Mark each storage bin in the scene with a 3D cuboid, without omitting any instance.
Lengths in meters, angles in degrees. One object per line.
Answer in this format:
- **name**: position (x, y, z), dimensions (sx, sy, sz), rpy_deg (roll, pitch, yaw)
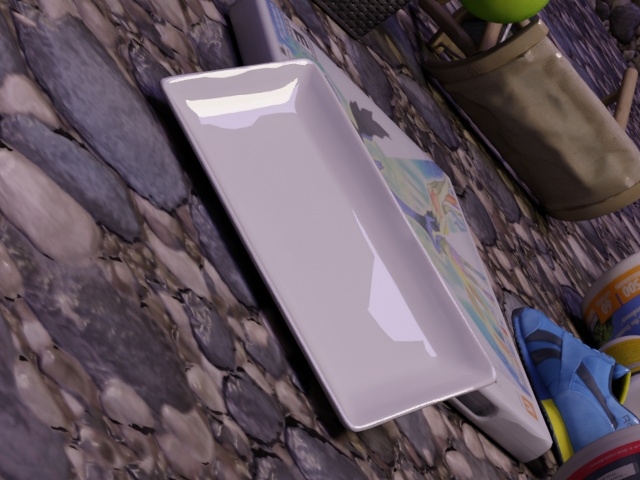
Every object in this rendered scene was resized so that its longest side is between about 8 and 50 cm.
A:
- **storage bin**: position (0.017, -0.306, 1.785), dimensions (0.122, 0.084, 0.180), rpy_deg (37, 24, -46)

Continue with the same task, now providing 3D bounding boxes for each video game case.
- **video game case**: position (0.054, -0.014, 1.415), dimensions (0.300, 0.036, 0.329), rpy_deg (41, 22, -41)

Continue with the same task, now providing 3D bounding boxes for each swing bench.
- **swing bench**: position (0.248, -0.176, 2.049), dimensions (0.253, 0.165, 0.255), rpy_deg (48, 24, -26)

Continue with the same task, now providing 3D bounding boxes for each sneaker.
- **sneaker**: position (0.215, 0.117, 1.490), dimensions (0.209, 0.082, 0.069), rpy_deg (-106, 176, -62)

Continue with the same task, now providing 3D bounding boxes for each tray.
- **tray**: position (0.000, 0.000, 1.182), dimensions (0.145, 0.030, 0.270), rpy_deg (-14, 68, -42)

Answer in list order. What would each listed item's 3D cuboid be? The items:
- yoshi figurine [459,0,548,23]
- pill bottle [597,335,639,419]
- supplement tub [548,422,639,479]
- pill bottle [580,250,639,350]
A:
- **yoshi figurine**: position (0.138, -0.343, 1.925), dimensions (0.203, 0.204, 0.362), rpy_deg (26, 11, -38)
- **pill bottle**: position (0.292, 0.153, 1.587), dimensions (0.119, 0.119, 0.208), rpy_deg (54, 8, -6)
- **supplement tub**: position (0.245, 0.264, 1.145), dimensions (0.191, 0.191, 0.272), rpy_deg (47, 19, -27)
- **pill bottle**: position (0.389, 0.149, 1.828), dimensions (0.152, 0.152, 0.272), rpy_deg (32, 28, -53)
